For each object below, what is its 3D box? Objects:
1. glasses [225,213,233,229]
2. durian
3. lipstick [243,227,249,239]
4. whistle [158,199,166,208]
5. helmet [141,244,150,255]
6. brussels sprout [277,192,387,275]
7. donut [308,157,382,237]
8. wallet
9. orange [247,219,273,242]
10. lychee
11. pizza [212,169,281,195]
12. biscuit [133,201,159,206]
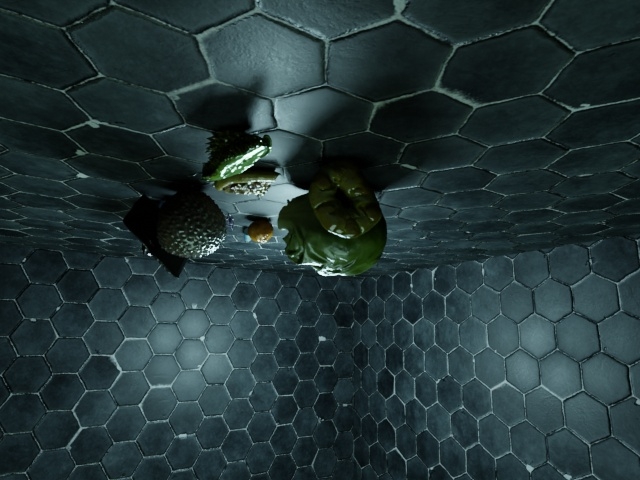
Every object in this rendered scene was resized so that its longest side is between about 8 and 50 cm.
[{"bbox_3d":[-0.492,-0.094,2.063,0.103,0.063,0.140,2,166,0],"label":"glasses"},{"bbox_3d":[-0.264,-0.254,1.218,0.374,0.107,0.132,-12,164,43],"label":"durian"},{"bbox_3d":[-0.412,-0.032,2.364,0.048,0.048,0.158,3,168,-10],"label":"lipstick"},{"bbox_3d":[-0.632,-0.134,1.848,0.157,0.091,0.090,13,163,-39],"label":"whistle"},{"bbox_3d":[-0.760,-0.018,2.118,0.270,0.198,0.338,1,176,-36],"label":"helmet"},{"bbox_3d":[0.081,-0.036,1.647,0.360,0.343,0.425,-14,163,40],"label":"brussels sprout"},{"bbox_3d":[0.073,-0.134,1.392,0.208,0.262,0.128,-26,180,-3],"label":"donut"},{"bbox_3d":[-0.670,-0.020,1.742,0.041,0.247,0.323,-28,118,21],"label":"wallet"},{"bbox_3d":[-0.309,-0.046,2.140,0.135,0.118,0.136,5,162,2],"label":"orange"},{"bbox_3d":[-0.519,-0.066,1.680,0.299,0.300,0.300,1,167,0],"label":"lychee"},{"bbox_3d":[-0.263,-0.207,1.545,0.291,0.058,0.197,-4,167,21],"label":"pizza"},{"bbox_3d":[-0.763,-0.139,1.938,0.211,0.036,0.212,2,168,0],"label":"biscuit"}]
